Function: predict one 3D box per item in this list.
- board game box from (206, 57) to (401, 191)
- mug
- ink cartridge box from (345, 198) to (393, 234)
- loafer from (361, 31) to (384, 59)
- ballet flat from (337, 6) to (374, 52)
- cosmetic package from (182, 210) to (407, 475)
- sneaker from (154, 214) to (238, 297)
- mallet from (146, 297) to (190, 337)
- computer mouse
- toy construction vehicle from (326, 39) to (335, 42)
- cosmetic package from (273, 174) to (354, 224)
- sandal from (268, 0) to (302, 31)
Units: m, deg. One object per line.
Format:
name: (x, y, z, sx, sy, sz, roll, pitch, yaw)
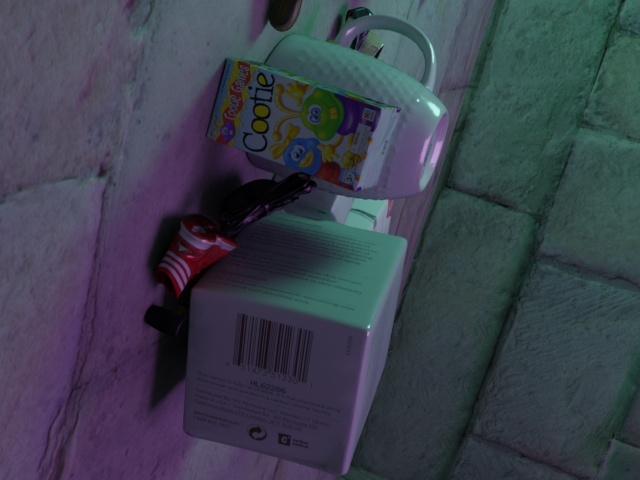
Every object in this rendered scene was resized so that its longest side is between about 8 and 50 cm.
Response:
board game box: (-0.027, -0.198, 1.387, 0.142, 0.275, 0.144, -24, 133, -70)
mug: (0.083, -0.263, 1.588, 0.276, 0.328, 0.374, 55, 57, -73)
ink cartridge box: (0.092, -0.009, 2.217, 0.283, 0.117, 0.207, -55, 160, -44)
loafer: (0.084, -0.363, 1.923, 0.102, 0.092, 0.268, -48, 154, -54)
ballet flat: (0.055, -0.419, 1.819, 0.074, 0.074, 0.203, -42, 155, -61)
cosmetic package: (-0.039, 0.178, 1.612, 0.394, 0.329, 0.327, -56, 156, -61)
sneaker: (-0.226, 0.028, 1.423, 0.128, 0.087, 0.221, -52, 168, 5)
mallet: (-0.258, 0.120, 1.477, 0.190, 0.062, 0.039, -72, -175, -75)
computer mouse: (-0.116, -0.074, 1.490, 0.188, 0.072, 0.272, -30, -176, -8)
toy construction vehicle: (0.008, -0.375, 1.767, 0.086, 0.035, 0.098, -60, 160, -49)
cosmetic package: (0.002, -0.144, 1.807, 0.151, 0.151, 0.184, 56, 56, -71)
sandal: (-0.054, -0.446, 1.400, 0.049, 0.072, 0.180, -3, 119, -51)
